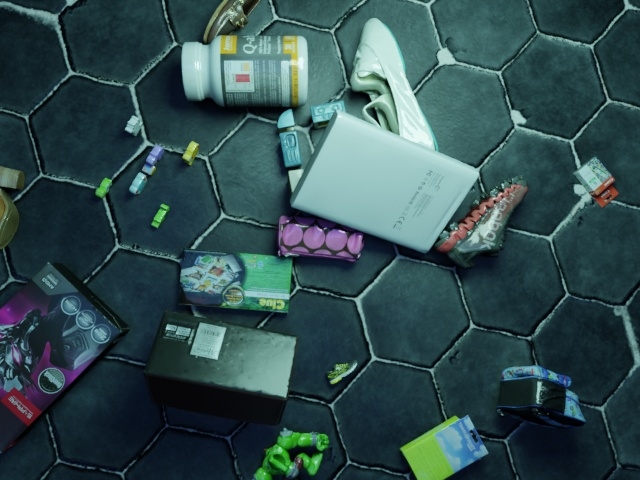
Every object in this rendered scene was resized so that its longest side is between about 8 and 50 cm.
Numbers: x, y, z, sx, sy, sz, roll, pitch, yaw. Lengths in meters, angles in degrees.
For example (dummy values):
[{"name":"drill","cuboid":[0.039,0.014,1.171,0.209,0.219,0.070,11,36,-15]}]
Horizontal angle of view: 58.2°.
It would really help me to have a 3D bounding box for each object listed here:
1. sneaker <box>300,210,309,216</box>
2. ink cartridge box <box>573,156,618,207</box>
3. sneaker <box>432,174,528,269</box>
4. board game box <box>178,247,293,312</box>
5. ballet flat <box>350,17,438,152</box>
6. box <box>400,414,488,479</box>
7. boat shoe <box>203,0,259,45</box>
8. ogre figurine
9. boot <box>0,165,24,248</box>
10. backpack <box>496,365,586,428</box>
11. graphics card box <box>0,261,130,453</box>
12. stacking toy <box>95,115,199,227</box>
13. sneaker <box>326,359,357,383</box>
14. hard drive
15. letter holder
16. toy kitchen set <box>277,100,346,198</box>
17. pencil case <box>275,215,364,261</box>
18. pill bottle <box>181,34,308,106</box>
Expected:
[{"name":"sneaker","cuboid":[0.093,-0.093,1.358,0.283,0.110,0.122,-18,91,-5]},{"name":"ink cartridge box","cuboid":[0.697,-0.145,1.440,0.063,0.029,0.115,-39,89,-6]},{"name":"sneaker","cuboid":[0.405,-0.036,1.380,0.276,0.097,0.135,-41,90,-3]},{"name":"board game box","cuboid":[-0.199,0.095,1.365,0.260,0.030,0.136,6,84,-4]},{"name":"ballet flat","cuboid":[0.144,-0.339,1.330,0.139,0.139,0.400,-19,77,-5]},{"name":"box","cuboid":[0.292,0.499,1.365,0.178,0.042,0.109,-28,89,-5]},{"name":"boat shoe","cuboid":[-0.203,-0.547,1.382,0.073,0.073,0.207,30,85,0]},{"name":"ogre figurine","cuboid":[-0.074,0.514,1.314,0.118,0.097,0.197,37,96,-13]},{"name":"boot","cuboid":[-0.775,-0.080,1.316,0.153,0.073,0.197,6,74,-5]},{"name":"backpack","cuboid":[0.523,0.371,1.338,0.173,0.158,0.116,21,67,-16]},{"name":"graphics card box","cuboid":[-0.646,0.257,1.291,0.233,0.094,0.371,45,84,0]},{"name":"stacking toy","cuboid":[-0.409,-0.164,1.354,0.167,0.052,0.221,26,86,-2]},{"name":"sneaker","cuboid":[0.050,0.306,1.366,0.083,0.031,0.035,-36,89,-5]},{"name":"hard drive","cuboid":[0.140,-0.118,1.272,0.353,0.047,0.233,18,120,-20]},{"name":"letter holder","cuboid":[-0.220,0.299,1.304,0.302,0.214,0.152,11,54,-2]},{"name":"toy kitchen set","cuboid":[-0.007,-0.215,1.350,0.166,0.122,0.207,-11,87,-5]},{"name":"pencil case","cuboid":[0.000,0.000,1.353,0.209,0.095,0.098,4,65,-5]},{"name":"pill bottle","cuboid":[-0.170,-0.390,1.331,0.279,0.162,0.162,-1,86,-4]}]
